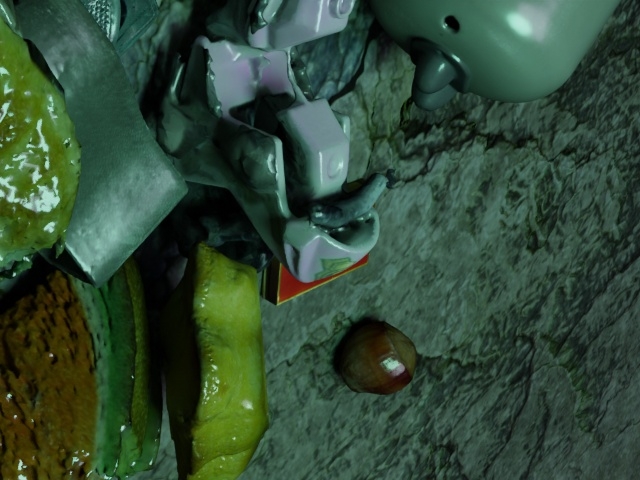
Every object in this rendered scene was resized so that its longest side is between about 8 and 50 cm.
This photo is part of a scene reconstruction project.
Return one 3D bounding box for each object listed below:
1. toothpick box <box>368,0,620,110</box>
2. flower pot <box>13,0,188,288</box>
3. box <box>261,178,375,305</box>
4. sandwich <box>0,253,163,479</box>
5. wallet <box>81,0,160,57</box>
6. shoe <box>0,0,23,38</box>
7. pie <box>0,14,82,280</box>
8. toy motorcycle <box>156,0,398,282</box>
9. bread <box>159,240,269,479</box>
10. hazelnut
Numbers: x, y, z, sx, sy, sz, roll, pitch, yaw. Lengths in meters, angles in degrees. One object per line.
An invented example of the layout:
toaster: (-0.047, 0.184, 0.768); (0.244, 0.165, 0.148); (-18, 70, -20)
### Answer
toothpick box: (0.170, -0.255, 1.298); (0.316, 0.229, 0.229); (-57, 145, -8)
flower pot: (-0.190, -0.080, 1.049); (0.108, 0.103, 0.229); (-47, 142, -20)
box: (0.000, 0.000, 1.418); (0.133, 0.023, 0.090); (-22, 128, -43)
sandwich: (-0.204, 0.105, 1.161); (0.109, 0.160, 0.184); (108, -22, -80)
wallet: (-0.163, -0.183, 1.078); (0.088, 0.026, 0.129); (-47, 143, -21)
shoe: (-0.283, -0.173, 0.879); (0.125, 0.099, 0.227); (-37, 123, 8)
pie: (-0.319, -0.034, 0.846); (0.371, 0.078, 0.296); (-19, 136, -17)
toy motorcycle: (-0.023, -0.102, 1.171); (0.143, 0.188, 0.327); (-23, 130, -52)
bread: (-0.085, 0.111, 1.218); (0.088, 0.160, 0.233); (-8, 153, -8)
hazelnut: (0.059, 0.125, 1.538); (0.086, 0.086, 0.086); (-31, 135, -36)
